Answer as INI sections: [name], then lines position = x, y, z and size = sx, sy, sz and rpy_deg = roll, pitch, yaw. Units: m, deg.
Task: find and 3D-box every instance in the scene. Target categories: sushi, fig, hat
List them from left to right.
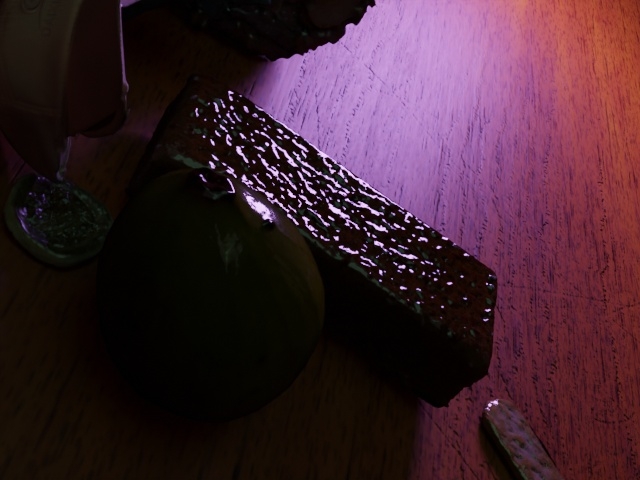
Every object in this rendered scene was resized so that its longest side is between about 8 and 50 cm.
[hat]
position = -0.221, -0.185, 0.796
size = 0.164, 0.226, 0.219
rpy_deg = 18, 69, -8
[fig]
position = -0.087, 0.035, 0.771
size = 0.203, 0.225, 0.203
rpy_deg = 7, 48, -8
[sushi]
position = -0.055, -0.372, 1.168
size = 0.270, 0.236, 0.170
rpy_deg = 21, 35, -24

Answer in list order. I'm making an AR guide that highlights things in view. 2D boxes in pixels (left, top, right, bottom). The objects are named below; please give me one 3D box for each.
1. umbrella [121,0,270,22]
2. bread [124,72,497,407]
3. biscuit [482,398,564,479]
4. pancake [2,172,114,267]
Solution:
[umbrella]
position = -0.165, -0.293, 0.996
size = 0.349, 0.094, 0.143
rpy_deg = -23, 99, -20
[bread]
position = 0.000, 0.000, 0.973
size = 0.417, 0.113, 0.165
rpy_deg = 35, 38, -13
[biscuit]
position = 0.234, 0.245, 1.051
size = 0.071, 0.018, 0.147
rpy_deg = -16, 69, -47
[pancake]
position = -0.237, -0.019, 0.839
size = 0.108, 0.017, 0.108
rpy_deg = 24, 40, -22
